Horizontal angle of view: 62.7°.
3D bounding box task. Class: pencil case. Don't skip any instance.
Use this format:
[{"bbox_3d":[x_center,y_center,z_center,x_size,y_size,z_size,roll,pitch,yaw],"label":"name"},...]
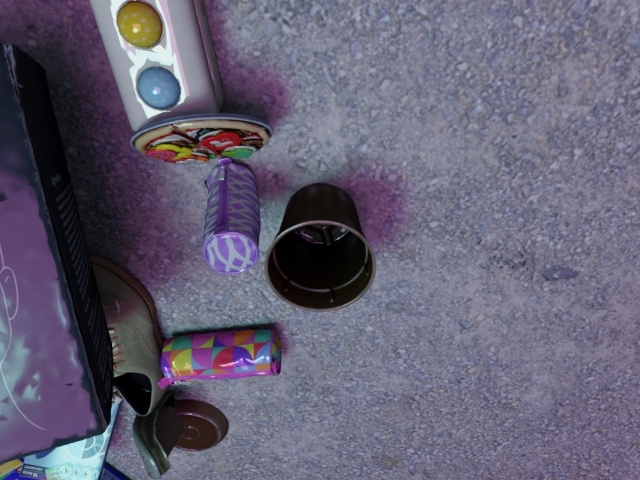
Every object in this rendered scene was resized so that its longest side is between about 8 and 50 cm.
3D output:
[{"bbox_3d":[-0.195,0.233,1.038,0.237,0.104,0.104,-9,122,5],"label":"pencil case"},{"bbox_3d":[-0.136,-0.042,0.804,0.087,0.206,0.088,-9,131,-4],"label":"pencil case"}]

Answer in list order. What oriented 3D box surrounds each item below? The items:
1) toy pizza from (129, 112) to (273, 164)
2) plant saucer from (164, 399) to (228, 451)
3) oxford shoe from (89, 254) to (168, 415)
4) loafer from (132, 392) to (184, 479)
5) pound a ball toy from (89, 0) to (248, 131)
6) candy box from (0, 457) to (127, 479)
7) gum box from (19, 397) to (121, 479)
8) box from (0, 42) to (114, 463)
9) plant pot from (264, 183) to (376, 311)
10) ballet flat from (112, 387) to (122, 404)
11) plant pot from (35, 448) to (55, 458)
[{"bbox_3d":[-0.167,-0.137,0.756,0.202,0.201,0.032,-9,86,6],"label":"toy pizza"},{"bbox_3d":[-0.297,0.432,1.207,0.169,0.029,0.168,0,123,0],"label":"plant saucer"},{"bbox_3d":[-0.374,0.184,0.988,0.123,0.130,0.348,-16,121,10],"label":"oxford shoe"},{"bbox_3d":[-0.323,0.375,1.061,0.088,0.251,0.094,-18,111,-15],"label":"loafer"},{"bbox_3d":[-0.185,-0.312,0.668,0.208,0.135,0.318,-5,123,4],"label":"pound a ball toy"},{"bbox_3d":[-0.665,0.600,1.262,0.268,0.122,0.317,-29,116,18],"label":"candy box"},{"bbox_3d":[-0.532,0.420,1.129,0.157,0.041,0.184,14,81,-8],"label":"gum box"},{"bbox_3d":[-0.555,0.036,0.648,0.481,0.297,0.471,-12,107,-18],"label":"box"},{"bbox_3d":[0.000,0.000,0.847,0.167,0.165,0.166,0,122,0],"label":"plant pot"},{"bbox_3d":[-0.421,0.295,1.025,0.067,0.206,0.073,37,93,3],"label":"ballet flat"},{"bbox_3d":[-0.576,0.262,0.987,0.212,0.235,0.235,8,122,-11],"label":"plant pot"}]
